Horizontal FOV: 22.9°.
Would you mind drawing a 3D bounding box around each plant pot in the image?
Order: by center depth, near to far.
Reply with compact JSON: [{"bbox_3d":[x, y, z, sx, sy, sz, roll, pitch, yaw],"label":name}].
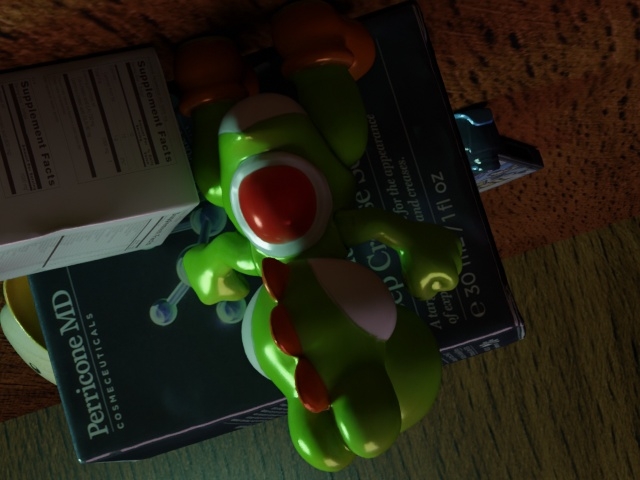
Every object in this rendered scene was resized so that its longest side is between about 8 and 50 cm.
[{"bbox_3d":[-0.304,0.065,1.929,0.095,0.134,0.134,-42,-171,-37],"label":"plant pot"}]

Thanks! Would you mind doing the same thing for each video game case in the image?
[{"bbox_3d":[0.148,-0.074,2.175,0.275,0.035,0.248,-20,171,20],"label":"video game case"}]

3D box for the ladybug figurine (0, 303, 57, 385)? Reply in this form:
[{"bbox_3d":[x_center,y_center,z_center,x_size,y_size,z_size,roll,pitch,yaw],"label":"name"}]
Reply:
[{"bbox_3d":[-0.226,0.108,2.175,0.449,0.162,0.305,-9,168,-46],"label":"ladybug figurine"}]

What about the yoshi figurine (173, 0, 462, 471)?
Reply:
[{"bbox_3d":[0.001,0.010,1.250,0.203,0.362,0.203,-1,156,-27],"label":"yoshi figurine"}]

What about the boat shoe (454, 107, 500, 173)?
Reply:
[{"bbox_3d":[0.137,-0.081,1.924,0.109,0.089,0.258,-14,171,-17],"label":"boat shoe"}]

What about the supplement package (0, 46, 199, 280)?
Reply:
[{"bbox_3d":[-0.239,-0.048,1.236,0.244,0.134,0.139,-13,171,-23],"label":"supplement package"}]

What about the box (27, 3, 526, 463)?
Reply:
[{"bbox_3d":[-0.047,0.005,1.425,0.395,0.293,0.212,-19,171,6],"label":"box"}]
